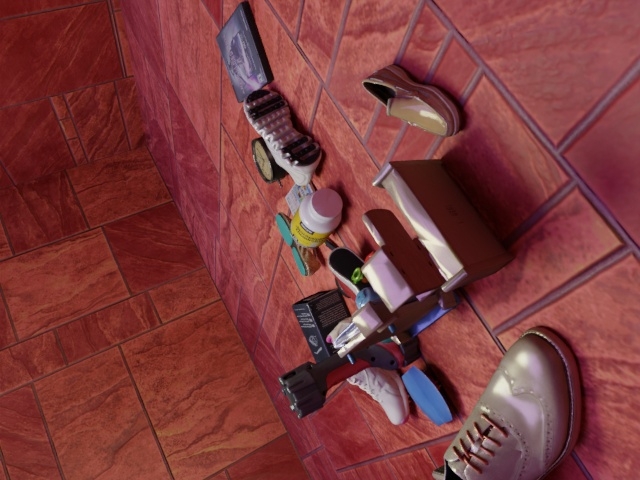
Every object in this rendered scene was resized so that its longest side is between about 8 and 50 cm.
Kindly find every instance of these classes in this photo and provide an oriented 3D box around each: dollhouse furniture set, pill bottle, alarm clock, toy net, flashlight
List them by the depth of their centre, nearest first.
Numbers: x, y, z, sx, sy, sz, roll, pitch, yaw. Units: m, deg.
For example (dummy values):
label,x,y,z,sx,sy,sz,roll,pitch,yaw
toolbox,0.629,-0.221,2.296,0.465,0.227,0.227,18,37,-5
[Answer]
label,x,y,z,sx,sy,sz,roll,pitch,yaw
dollhouse furniture set,0.084,0.052,0.810,0.303,0.286,0.198,-50,62,39
toy net,0.141,0.058,1.017,0.232,0.045,0.122,-45,31,41
flashlight,0.069,0.281,1.113,0.103,0.304,0.103,33,142,54
pill bottle,-0.008,-0.055,1.236,0.103,0.103,0.184,63,159,11
alarm clock,-0.150,-0.237,1.442,0.192,0.064,0.129,42,148,43

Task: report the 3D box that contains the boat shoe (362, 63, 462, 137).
label,x,y,z,sx,sy,sz,roll,pitch,yaw
boat shoe,0.133,-0.208,0.793,0.190,0.072,0.068,47,151,41

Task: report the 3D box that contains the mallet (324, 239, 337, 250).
label,x,y,z,sx,sy,sz,roll,pitch,yaw
mallet,0.000,0.000,1.371,0.189,0.039,0.062,45,148,37

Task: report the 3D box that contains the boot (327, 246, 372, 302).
label,x,y,z,sx,sy,sz,roll,pitch,yaw
boot,0.118,0.134,1.183,0.244,0.088,0.176,46,168,24

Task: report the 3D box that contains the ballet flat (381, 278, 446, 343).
label,x,y,z,sx,sy,sz,roll,pitch,yaw
ballet flat,0.180,0.130,0.999,0.221,0.076,0.079,-46,46,49

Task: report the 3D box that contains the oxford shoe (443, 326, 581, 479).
label,x,y,z,sx,sy,sz,roll,pitch,yaw
oxford shoe,0.281,0.319,0.799,0.140,0.146,0.397,38,128,53

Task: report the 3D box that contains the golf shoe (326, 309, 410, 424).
label,x,y,z,sx,sy,sz,roll,pitch,yaw
golf shoe,0.117,0.331,1.281,0.306,0.140,0.115,66,157,0

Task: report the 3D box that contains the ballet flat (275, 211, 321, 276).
label,x,y,z,sx,sy,sz,roll,pitch,yaw
ballet flat,-0.059,0.005,1.465,0.206,0.067,0.073,65,154,13

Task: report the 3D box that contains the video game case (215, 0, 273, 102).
label,x,y,z,sx,sy,sz,roll,pitch,yaw
video game case,-0.210,-0.493,1.385,0.274,0.026,0.196,5,116,65

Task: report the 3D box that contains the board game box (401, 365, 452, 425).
label,x,y,z,sx,sy,sz,roll,pitch,yaw
board game box,0.244,0.336,1.133,0.133,0.033,0.169,53,160,20

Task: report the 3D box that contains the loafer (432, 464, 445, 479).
label,x,y,z,sx,sy,sz,roll,pitch,yaw
loafer,0.316,0.494,1.023,0.092,0.101,0.268,69,159,10

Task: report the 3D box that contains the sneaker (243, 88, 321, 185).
label,x,y,z,sx,sy,sz,roll,pitch,yaw
sneaker,-0.101,-0.255,1.270,0.292,0.110,0.118,58,166,24

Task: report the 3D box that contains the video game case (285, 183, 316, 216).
label,x,y,z,sx,sy,sz,roll,pitch,yaw
video game case,-0.050,-0.110,1.353,0.122,0.011,0.087,-47,61,50

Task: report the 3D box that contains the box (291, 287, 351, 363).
label,x,y,z,sx,sy,sz,roll,pitch,yaw
box,0.022,0.254,1.466,0.207,0.108,0.153,67,158,0
